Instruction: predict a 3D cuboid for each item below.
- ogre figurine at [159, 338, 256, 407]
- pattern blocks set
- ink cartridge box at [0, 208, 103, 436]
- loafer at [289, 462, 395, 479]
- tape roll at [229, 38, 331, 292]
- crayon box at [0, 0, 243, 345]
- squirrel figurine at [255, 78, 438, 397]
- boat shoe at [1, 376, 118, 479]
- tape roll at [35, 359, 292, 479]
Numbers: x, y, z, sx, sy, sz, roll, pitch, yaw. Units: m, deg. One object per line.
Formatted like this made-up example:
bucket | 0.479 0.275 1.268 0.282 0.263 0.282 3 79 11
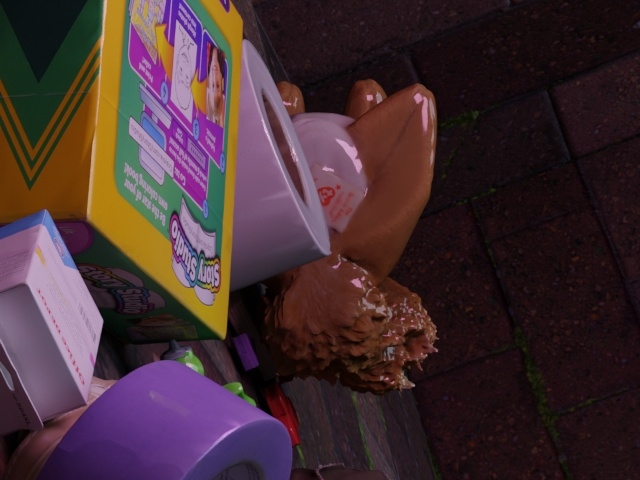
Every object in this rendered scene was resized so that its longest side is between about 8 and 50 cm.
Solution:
ogre figurine | -0.102 0.167 1.650 0.118 0.097 0.197 80 6 -57
pattern blocks set | -0.092 0.073 2.290 0.325 0.026 0.285 -99 167 -59
ink cartridge box | -0.201 0.059 1.190 0.143 0.090 0.092 -93 161 -69
loafer | 0.036 0.305 2.162 0.366 0.130 0.134 24 46 -81
tape roll | -0.111 -0.069 1.965 0.246 0.169 0.246 -20 90 -84
crayon box | -0.165 -0.107 1.553 0.363 0.106 0.313 52 39 -68
squirrel figurine | 0.000 0.000 2.299 0.370 0.281 0.397 111 -27 -84
boat shoe | -0.162 0.143 1.285 0.098 0.109 0.302 34 6 11
tape roll | -0.104 0.175 1.170 0.080 0.189 0.189 28 -12 24
